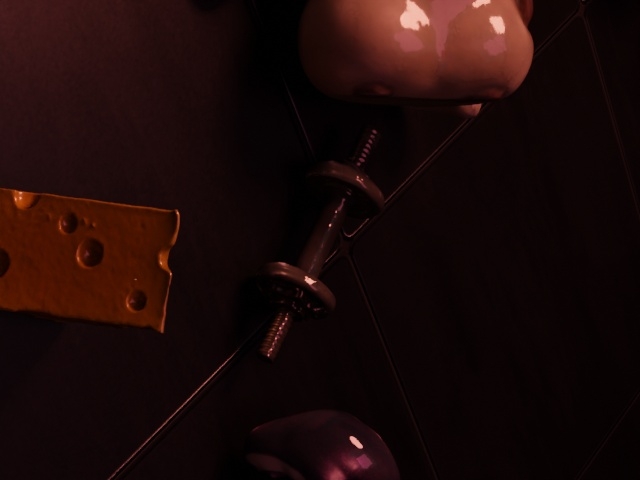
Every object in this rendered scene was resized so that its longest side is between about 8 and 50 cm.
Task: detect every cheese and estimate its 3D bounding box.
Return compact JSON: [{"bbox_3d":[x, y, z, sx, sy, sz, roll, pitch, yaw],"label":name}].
[{"bbox_3d":[-0.173,0.016,1.101,0.126,0.171,0.093,17,81,-49],"label":"cheese"}]

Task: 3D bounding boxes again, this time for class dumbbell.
[{"bbox_3d":[0.000,0.000,1.367,0.081,0.082,0.254,46,61,-41],"label":"dumbbell"}]

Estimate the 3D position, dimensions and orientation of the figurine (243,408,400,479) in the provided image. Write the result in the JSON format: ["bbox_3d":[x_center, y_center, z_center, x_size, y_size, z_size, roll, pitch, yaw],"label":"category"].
[{"bbox_3d":[0.013,0.248,1.360,0.145,0.145,0.222,-51,133,-33],"label":"figurine"}]

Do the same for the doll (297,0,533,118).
[{"bbox_3d":[0.091,-0.274,1.331,0.226,0.215,0.370,-101,-166,-70],"label":"doll"}]
